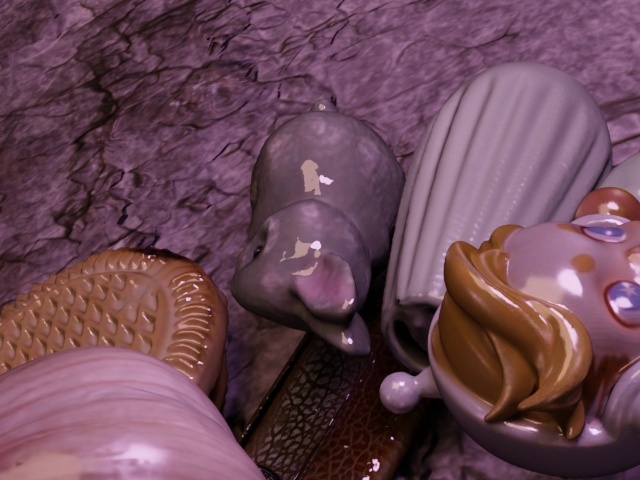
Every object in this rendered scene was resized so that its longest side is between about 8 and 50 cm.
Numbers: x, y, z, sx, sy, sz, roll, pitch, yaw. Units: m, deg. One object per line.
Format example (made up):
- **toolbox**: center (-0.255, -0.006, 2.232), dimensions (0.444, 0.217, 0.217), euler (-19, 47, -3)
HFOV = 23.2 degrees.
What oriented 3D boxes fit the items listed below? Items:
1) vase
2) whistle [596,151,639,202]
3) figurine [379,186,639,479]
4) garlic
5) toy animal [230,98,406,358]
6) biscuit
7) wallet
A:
- **vase**: center (0.106, -0.012, 0.981), dimensions (0.128, 0.128, 0.248), euler (-8, 32, 29)
- **whistle**: center (0.184, 0.029, 0.917), dimensions (0.106, 0.101, 0.253), euler (5, 46, 36)
- **figurine**: center (0.180, 0.056, 0.795), dimensions (0.274, 0.133, 0.194), euler (-3, 40, -30)
- **garlic**: center (-0.153, 0.199, 0.844), dimensions (0.322, 0.241, 0.322), euler (-16, 44, 16)
- **toy animal**: center (-0.008, 0.000, 0.989), dimensions (0.108, 0.138, 0.236), euler (-7, 17, 14)
- **biscuit**: center (-0.175, 0.111, 1.100), dimensions (0.259, 0.079, 0.259), euler (-20, 36, 16)
- **wallet**: center (0.000, 0.124, 0.990), dimensions (0.133, 0.039, 0.243), euler (3, 47, 41)
